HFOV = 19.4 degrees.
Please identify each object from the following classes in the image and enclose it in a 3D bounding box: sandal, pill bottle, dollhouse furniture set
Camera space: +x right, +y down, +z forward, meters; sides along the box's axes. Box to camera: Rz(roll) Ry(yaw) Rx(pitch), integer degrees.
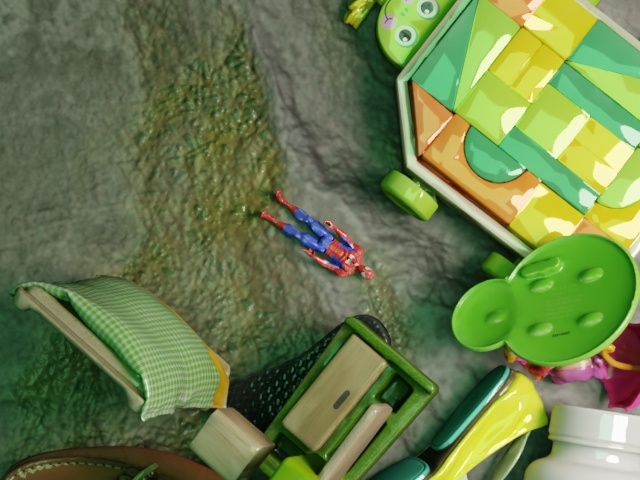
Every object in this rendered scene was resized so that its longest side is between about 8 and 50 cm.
[{"bbox_3d":[-0.013,0.130,1.667,0.179,0.040,0.067,-32,78,6],"label":"sandal"},{"bbox_3d":[0.231,0.258,1.633,0.124,0.124,0.222,9,86,-2],"label":"pill bottle"},{"bbox_3d":[-0.076,0.085,1.560,0.301,0.197,0.151,40,96,13],"label":"dollhouse furniture set"}]

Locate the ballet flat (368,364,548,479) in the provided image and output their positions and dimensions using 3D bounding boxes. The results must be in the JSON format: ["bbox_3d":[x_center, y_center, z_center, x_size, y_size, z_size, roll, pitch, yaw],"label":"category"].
[{"bbox_3d":[0.109,0.209,1.659,0.231,0.077,0.077,-41,102,-6],"label":"ballet flat"}]

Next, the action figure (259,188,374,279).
[{"bbox_3d":[0.000,0.000,1.689,0.115,0.030,0.038,35,80,-2],"label":"action figure"}]

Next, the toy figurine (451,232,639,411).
[{"bbox_3d":[0.225,0.094,1.643,0.173,0.159,0.130,-14,51,25],"label":"toy figurine"}]

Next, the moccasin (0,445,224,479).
[{"bbox_3d":[-0.105,0.276,1.583,0.380,0.147,0.139,23,100,11],"label":"moccasin"}]

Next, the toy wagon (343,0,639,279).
[{"bbox_3d":[0.169,-0.123,1.685,0.344,0.068,0.267,38,85,0],"label":"toy wagon"}]
